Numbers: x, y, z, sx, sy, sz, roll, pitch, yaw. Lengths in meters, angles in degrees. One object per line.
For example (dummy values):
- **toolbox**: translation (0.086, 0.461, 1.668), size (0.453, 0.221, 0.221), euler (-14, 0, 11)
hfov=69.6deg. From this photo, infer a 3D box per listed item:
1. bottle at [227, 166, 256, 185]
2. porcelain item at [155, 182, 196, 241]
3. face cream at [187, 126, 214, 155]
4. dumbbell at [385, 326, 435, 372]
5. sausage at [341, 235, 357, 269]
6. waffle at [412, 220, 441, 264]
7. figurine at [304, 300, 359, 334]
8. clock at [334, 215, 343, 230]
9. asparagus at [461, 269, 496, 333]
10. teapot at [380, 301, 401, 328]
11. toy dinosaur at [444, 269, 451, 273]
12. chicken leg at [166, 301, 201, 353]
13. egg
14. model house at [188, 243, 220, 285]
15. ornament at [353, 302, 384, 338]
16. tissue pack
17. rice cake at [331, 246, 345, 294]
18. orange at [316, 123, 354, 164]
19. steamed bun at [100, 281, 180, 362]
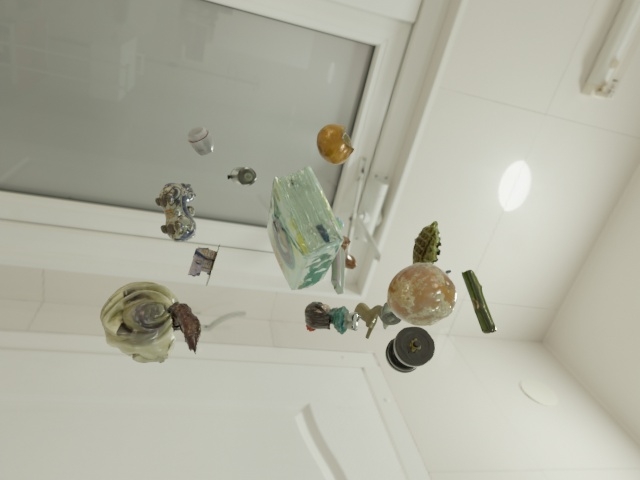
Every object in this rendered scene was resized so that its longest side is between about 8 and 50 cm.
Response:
- **bottle**: translation (-0.336, -0.270, 1.943), size (0.254, 0.096, 0.079), euler (-153, -125, -70)
- **porcelain item**: translation (-0.678, -0.138, 2.229), size (0.138, 0.186, 0.287), euler (-10, -84, 31)
- **face cream**: translation (-0.469, -0.391, 1.811), size (0.091, 0.091, 0.095), euler (-101, 171, -48)
- **dumbbell**: translation (0.416, 0.519, 2.175), size (0.388, 0.185, 0.185), euler (96, -4, -68)
- **sausage**: translation (0.124, 0.070, 2.390), size (0.302, 0.103, 0.076), euler (68, 22, -60)
- **waffle**: translation (0.439, 0.039, 1.929), size (0.208, 0.054, 0.214), euler (132, -31, -58)
- **figurine**: translation (0.040, 0.333, 1.933), size (0.246, 0.110, 0.137), euler (4, -85, 31)
- **clock**: translation (0.000, 0.000, 1.972), size (0.194, 0.100, 0.195), euler (-34, -163, 44)
- **asparagus**: translation (0.660, 0.255, 1.921), size (0.060, 0.067, 0.277), euler (109, -28, -64)
- **teapot**: translation (0.372, 0.387, 2.422), size (0.108, 0.111, 0.149), euler (-89, 166, -47)
- **toy dinosaur**: translation (0.575, 0.195, 2.428), size (0.247, 0.188, 0.075), euler (69, -1, -82)
- **chicken leg**: translation (-0.427, 0.262, 1.455), size (0.234, 0.063, 0.105), euler (27, -59, 52)
- **egg**: translation (0.301, 0.162, 1.377), size (0.195, 0.233, 0.194), euler (-12, -106, 49)
- **model house**: translation (-0.473, 0.087, 1.854), size (0.117, 0.088, 0.166), euler (133, -28, -58)
- **ornament**: translation (0.280, 0.441, 2.656), size (0.230, 0.061, 0.244), euler (40, -66, 50)
- **tissue pack**: translation (-0.066, -0.025, 1.549), size (0.388, 0.162, 0.287), euler (112, -43, -65)
- **rice cake**: translation (0.065, 0.096, 1.738), size (0.221, 0.042, 0.080), euler (-87, 157, -46)
- **orange**: translation (0.060, -0.367, 1.745), size (0.134, 0.157, 0.156), euler (-14, -113, 47)
- **steamed bun**: translation (-0.758, 0.340, 1.992), size (0.394, 0.347, 0.237), euler (52, -29, 7)
